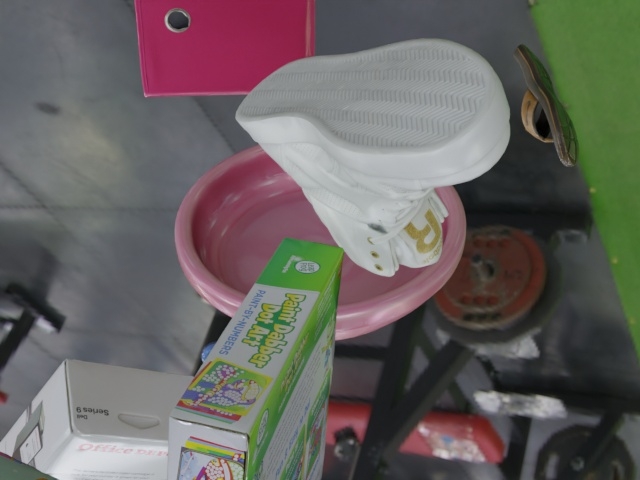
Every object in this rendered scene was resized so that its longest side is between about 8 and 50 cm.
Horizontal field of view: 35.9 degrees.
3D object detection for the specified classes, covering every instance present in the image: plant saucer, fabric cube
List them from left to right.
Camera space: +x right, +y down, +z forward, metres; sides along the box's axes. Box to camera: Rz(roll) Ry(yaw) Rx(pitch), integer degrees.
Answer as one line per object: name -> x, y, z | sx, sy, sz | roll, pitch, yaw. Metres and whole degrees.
fabric cube -> -0.144, -0.383, 1.507 | 0.258, 0.259, 0.254 | -2, 125, -5
plant saucer -> 0.000, 0.000, 1.147 | 0.332, 0.332, 0.084 | 11, 132, 14

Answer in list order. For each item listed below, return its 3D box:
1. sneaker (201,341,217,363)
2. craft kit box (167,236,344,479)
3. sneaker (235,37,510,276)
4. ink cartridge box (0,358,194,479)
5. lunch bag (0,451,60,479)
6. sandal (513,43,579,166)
sneaker -> -0.114, 0.203, 1.427 | 0.144, 0.053, 0.059 | 45, -176, -10
craft kit box -> -0.043, 0.160, 0.717 | 0.061, 0.250, 0.247 | 13, 117, 9
sneaker -> 0.065, -0.048, 0.718 | 0.169, 0.108, 0.292 | 51, 165, -26
ink cartridge box -> -0.326, 0.304, 1.428 | 0.211, 0.122, 0.289 | 14, 135, -36
lunch bag -> -0.348, 0.313, 0.924 | 0.223, 0.160, 0.262 | 25, -165, 0
sandal -> 0.321, -0.193, 1.451 | 0.060, 0.219, 0.090 | -31, 151, 22
